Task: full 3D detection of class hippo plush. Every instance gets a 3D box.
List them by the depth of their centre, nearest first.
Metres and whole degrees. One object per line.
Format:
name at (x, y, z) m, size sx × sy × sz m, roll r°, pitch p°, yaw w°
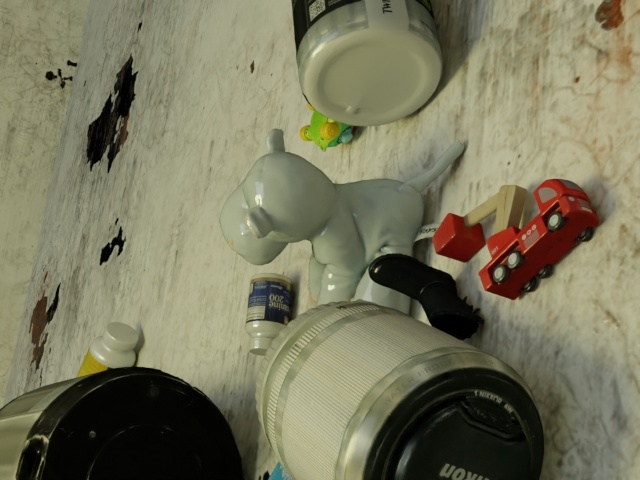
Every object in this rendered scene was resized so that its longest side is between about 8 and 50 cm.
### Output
hippo plush at (0.000, 0.000, 1.150) m, size 0.294 × 0.237 × 0.234 m, roll -32°, pitch 49°, yaw 52°

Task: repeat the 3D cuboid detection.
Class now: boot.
boot at (0.119, 0.065, 1.031) m, size 0.045 × 0.121 × 0.099 m, roll -63°, pitch 23°, yaw 24°

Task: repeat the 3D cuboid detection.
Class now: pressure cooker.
pressure cooker at (-0.363, 0.391, 1.440) m, size 0.420 × 0.370 × 0.375 m, roll -19°, pitch 65°, yaw 49°

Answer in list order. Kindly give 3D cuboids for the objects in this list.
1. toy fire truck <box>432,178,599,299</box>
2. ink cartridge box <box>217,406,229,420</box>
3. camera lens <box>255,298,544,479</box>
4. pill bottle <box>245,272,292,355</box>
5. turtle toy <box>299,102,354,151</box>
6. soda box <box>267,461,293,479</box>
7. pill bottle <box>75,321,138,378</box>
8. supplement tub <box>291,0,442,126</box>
toy fire truck at (0.206, -0.013, 0.986) m, size 0.192 × 0.047 × 0.135 m, roll -51°, pitch 34°, yaw 36°
ink cartridge box at (-0.179, 0.306, 1.535) m, size 0.083 × 0.028 × 0.048 m, roll -17°, pitch 62°, yaw 58°
camera lens at (0.073, 0.190, 0.935) m, size 0.274 × 0.219 × 0.219 m, roll 22°, pitch 95°, yaw 62°
pill bottle at (-0.081, 0.116, 1.418) m, size 0.067 × 0.067 × 0.120 m, roll -28°, pitch 52°, yaw 54°
turtle toy at (0.024, -0.197, 1.392) m, size 0.095 × 0.066 × 0.130 m, roll 9°, pitch 83°, yaw 62°
soda box at (-0.054, 0.384, 1.221) m, size 0.210 × 0.071 × 0.067 m, roll -61°, pitch 31°, yaw 22°
pill bottle at (-0.467, 0.274, 1.997) m, size 0.184 × 0.103 × 0.103 m, roll -62°, pitch 30°, yaw 21°
supplement tub at (0.055, -0.332, 1.272) m, size 0.193 × 0.194 × 0.316 m, roll -45°, pitch 40°, yaw 43°
